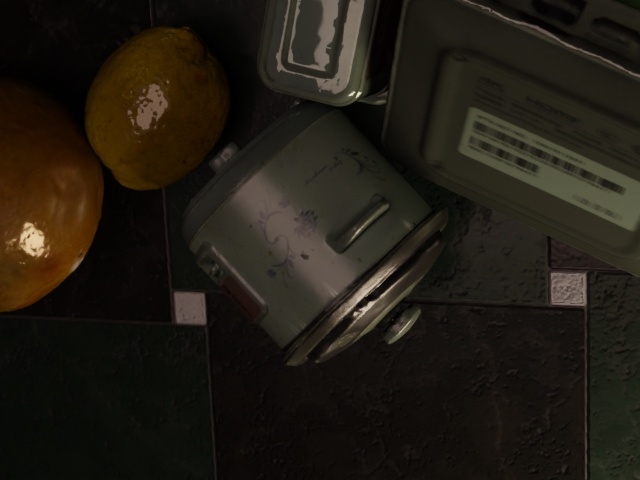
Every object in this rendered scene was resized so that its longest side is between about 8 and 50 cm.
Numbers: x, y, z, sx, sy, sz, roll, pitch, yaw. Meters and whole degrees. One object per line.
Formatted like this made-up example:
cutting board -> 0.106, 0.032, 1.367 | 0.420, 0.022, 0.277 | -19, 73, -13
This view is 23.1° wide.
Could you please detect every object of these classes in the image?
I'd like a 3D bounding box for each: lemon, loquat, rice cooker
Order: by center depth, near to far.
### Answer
rice cooker -> 0.000, 0.000, 1.849 | 0.316, 0.264, 0.317 | 38, 155, 22
lemon -> -0.198, -0.163, 1.916 | 0.170, 0.170, 0.207 | 40, 104, 3
loquat -> -0.430, -0.055, 1.931 | 0.328, 0.328, 0.329 | 4, 106, 16

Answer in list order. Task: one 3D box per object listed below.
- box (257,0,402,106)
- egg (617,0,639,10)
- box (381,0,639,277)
box -> 0.025, -0.304, 1.802 | 0.175, 0.182, 0.312 | 15, 109, 12
egg -> 0.397, -0.321, 1.664 | 0.220, 0.220, 0.270 | -36, 103, 22
box -> 0.265, -0.126, 1.689 | 0.395, 0.396, 0.111 | 24, 67, 9
